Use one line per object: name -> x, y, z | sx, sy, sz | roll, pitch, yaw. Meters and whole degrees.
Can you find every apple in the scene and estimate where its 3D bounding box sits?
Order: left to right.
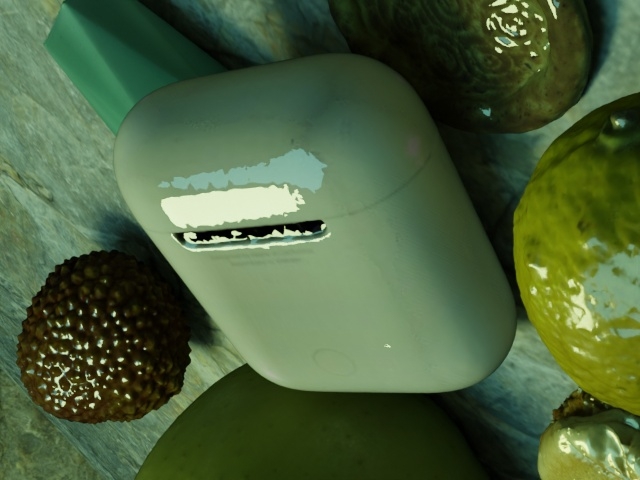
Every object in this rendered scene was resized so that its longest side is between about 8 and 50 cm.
apple -> -0.018, 0.364, 1.189 | 0.474, 0.473, 0.473 | 36, 150, 25

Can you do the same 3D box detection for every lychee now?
lychee -> -0.318, 0.137, 1.527 | 0.267, 0.267, 0.267 | 36, 150, 25

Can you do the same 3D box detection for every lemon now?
lemon -> 0.214, 0.007, 0.627 | 0.192, 0.192, 0.231 | 19, 147, 44

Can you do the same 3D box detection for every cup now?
cup -> -0.164, -0.155, 1.055 | 0.235, 0.148, 0.134 | 47, 179, 12

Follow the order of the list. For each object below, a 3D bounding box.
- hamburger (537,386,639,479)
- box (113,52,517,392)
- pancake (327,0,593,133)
hamburger -> 0.282, 0.204, 0.868 | 0.214, 0.108, 0.213 | 37, 151, 25
box -> 0.000, 0.001, 0.905 | 0.289, 0.141, 0.349 | -3, 134, 33
pancake -> 0.088, -0.171, 0.747 | 0.250, 0.031, 0.250 | 37, 156, 19
